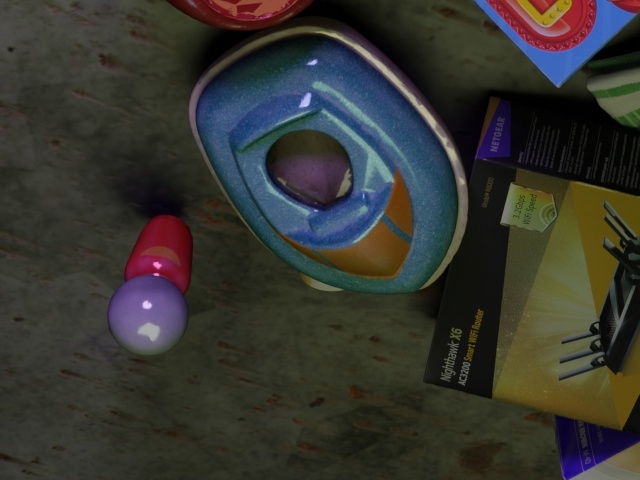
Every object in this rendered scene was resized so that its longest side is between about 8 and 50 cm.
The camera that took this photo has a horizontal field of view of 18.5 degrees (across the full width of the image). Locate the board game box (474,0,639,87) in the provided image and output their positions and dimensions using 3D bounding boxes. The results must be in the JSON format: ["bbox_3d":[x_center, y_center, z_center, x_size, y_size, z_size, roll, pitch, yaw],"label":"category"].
[{"bbox_3d":[0.159,-0.310,1.238,0.308,0.086,0.302,46,121,-1],"label":"board game box"}]

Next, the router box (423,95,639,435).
[{"bbox_3d":[0.232,0.033,1.700,0.243,0.081,0.309,13,139,5],"label":"router box"}]

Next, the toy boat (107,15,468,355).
[{"bbox_3d":[-0.038,-0.019,1.593,0.318,0.148,0.267,-31,117,24],"label":"toy boat"}]

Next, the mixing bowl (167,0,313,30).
[{"bbox_3d":[-0.056,-0.220,1.410,0.181,0.098,0.181,-5,127,-7],"label":"mixing bowl"}]

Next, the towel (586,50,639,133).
[{"bbox_3d":[0.400,-0.069,1.616,0.248,0.038,0.325,-9,144,42],"label":"towel"}]

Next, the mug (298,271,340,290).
[{"bbox_3d":[0.003,0.002,1.716,0.078,0.062,0.064,-8,130,-5],"label":"mug"}]

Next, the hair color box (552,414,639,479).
[{"bbox_3d":[0.414,0.159,1.883,0.339,0.110,0.185,-35,128,28],"label":"hair color box"}]
